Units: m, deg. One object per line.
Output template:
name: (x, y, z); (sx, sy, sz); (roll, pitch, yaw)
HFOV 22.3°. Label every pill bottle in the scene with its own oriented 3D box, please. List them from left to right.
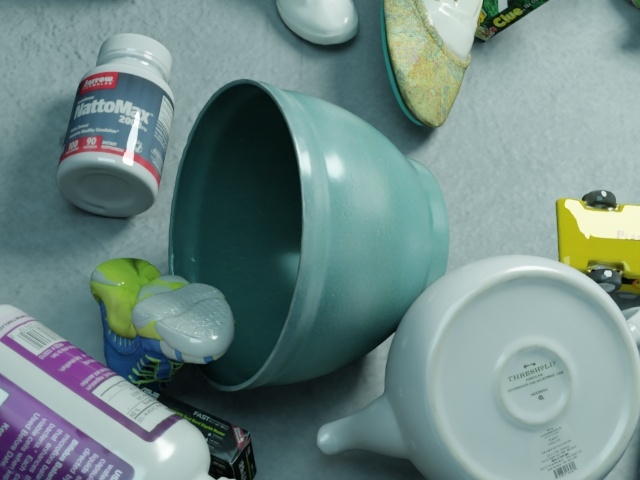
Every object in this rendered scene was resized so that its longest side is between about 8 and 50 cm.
pill bottle: (-0.206, 0.201, 1.434); (0.301, 0.169, 0.169); (33, 64, 9)
pill bottle: (-0.212, -0.126, 1.730); (0.108, 0.108, 0.180); (5, 58, 5)

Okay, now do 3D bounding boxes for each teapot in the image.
teapot: (0.168, 0.131, 1.524); (0.256, 0.187, 0.253); (25, 80, -13)

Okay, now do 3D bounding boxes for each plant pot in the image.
plant pot: (0.000, 0.000, 1.568); (0.196, 0.293, 0.293); (4, 54, -28)

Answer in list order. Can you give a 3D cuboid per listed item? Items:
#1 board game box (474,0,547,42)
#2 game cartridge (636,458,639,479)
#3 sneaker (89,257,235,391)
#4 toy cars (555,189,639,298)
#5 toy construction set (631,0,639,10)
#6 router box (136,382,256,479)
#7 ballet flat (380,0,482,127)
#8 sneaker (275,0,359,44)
board game box: (0.222, -0.363, 1.857); (0.030, 0.136, 0.260); (23, 52, -31)
game cartridge: (0.382, 0.277, 1.495); (0.196, 0.060, 0.294); (10, 59, 12)
sneaker: (-0.146, 0.101, 1.549); (0.091, 0.126, 0.240); (-11, 20, -24)
toy cars: (0.397, -0.039, 1.674); (0.393, 0.087, 0.176); (-34, 75, -22)
toy construction set: (0.366, -0.387, 1.830); (0.308, 0.257, 0.237); (24, 73, 39)
router box: (-0.123, 0.191, 1.539); (0.122, 0.092, 0.038); (23, 62, 15)
ballet flat: (0.125, -0.287, 1.803); (0.123, 0.123, 0.349); (-4, 55, -1)
sneaker: (-0.024, -0.316, 1.848); (0.080, 0.094, 0.212); (-24, 61, -14)
